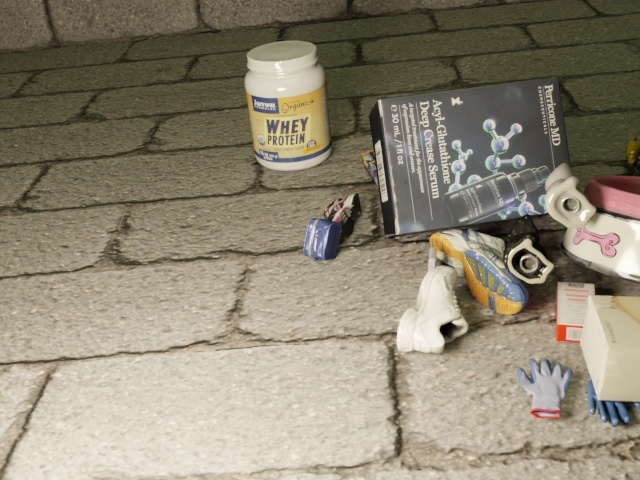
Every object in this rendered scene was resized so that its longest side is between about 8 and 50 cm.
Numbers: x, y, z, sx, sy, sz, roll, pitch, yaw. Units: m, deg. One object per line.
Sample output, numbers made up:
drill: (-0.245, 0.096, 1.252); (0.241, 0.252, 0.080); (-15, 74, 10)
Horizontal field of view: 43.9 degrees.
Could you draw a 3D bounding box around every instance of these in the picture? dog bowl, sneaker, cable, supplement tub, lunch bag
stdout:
dog bowl: (0.677, -0.022, 1.512); (0.407, 0.151, 0.408); (5, 14, -1)
sneaker: (0.347, 0.042, 1.622); (0.130, 0.112, 0.296); (-17, 32, -18)
cable: (0.795, -0.163, 1.977); (0.139, 0.072, 0.287); (30, 56, 22)
sneaker: (0.233, 0.140, 1.516); (0.115, 0.090, 0.232); (15, 45, 21)
sneaker: (0.040, -0.053, 1.904); (0.077, 0.072, 0.178); (-7, 20, 23)
supplement tub: (-0.091, -0.378, 2.223); (0.228, 0.316, 0.228); (-5, 30, 3)
lunch bag: (0.000, 0.000, 1.781); (0.065, 0.099, 0.067); (15, 6, 27)

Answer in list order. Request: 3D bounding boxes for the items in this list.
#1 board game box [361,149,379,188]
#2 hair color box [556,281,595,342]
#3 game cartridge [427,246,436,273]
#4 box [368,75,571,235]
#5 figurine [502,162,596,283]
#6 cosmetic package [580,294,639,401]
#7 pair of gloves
board game box: (0.210, -0.208, 2.109); (0.170, 0.048, 0.141); (-19, 36, -6)
hair color box: (0.484, 0.135, 1.503); (0.071, 0.043, 0.141); (3, 32, 16)
game cartridge: (0.228, 0.062, 1.635); (0.017, 0.083, 0.056); (2, 30, 5)
box: (0.327, -0.178, 1.767); (0.395, 0.294, 0.212); (-8, 0, -3)
figurine: (0.435, -0.046, 1.541); (0.092, 0.215, 0.209); (31, 21, -2)
cosmetic package: (0.608, 0.181, 1.313); (0.309, 0.113, 0.160); (2, 30, 4)
pair of gloves: (0.432, 0.252, 1.331); (0.198, 0.023, 0.159); (5, 30, 10)
